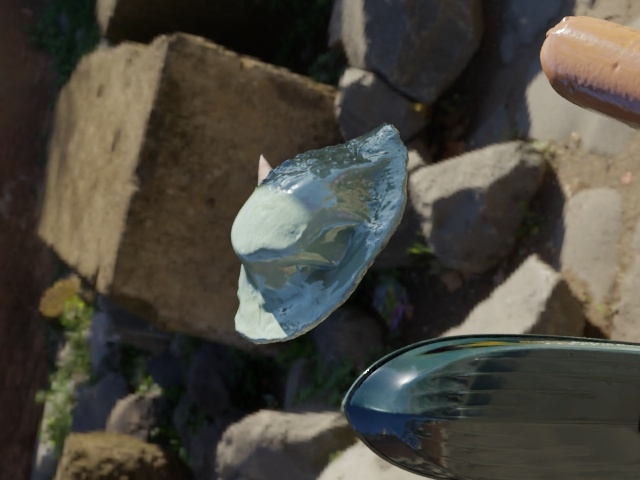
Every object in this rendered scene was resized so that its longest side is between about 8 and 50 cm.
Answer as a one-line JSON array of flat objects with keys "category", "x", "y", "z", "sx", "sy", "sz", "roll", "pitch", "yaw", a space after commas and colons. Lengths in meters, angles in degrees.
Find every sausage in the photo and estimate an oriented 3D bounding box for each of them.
[{"category": "sausage", "x": 0.305, "y": -0.130, "z": 0.941, "sx": 0.289, "sy": 0.086, "sz": 0.086, "roll": 32, "pitch": 112, "yaw": 47}]

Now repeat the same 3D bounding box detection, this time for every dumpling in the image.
[{"category": "dumpling", "x": -0.012, "y": -0.009, "z": 0.885, "sx": 0.219, "sy": 0.108, "sz": 0.152, "roll": -57, "pitch": 4, "yaw": 10}]

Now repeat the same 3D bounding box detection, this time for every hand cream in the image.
[{"category": "hand cream", "x": -0.051, "y": -0.041, "z": 1.183, "sx": 0.210, "sy": 0.043, "sz": 0.067, "roll": -113, "pitch": 13, "yaw": -72}]

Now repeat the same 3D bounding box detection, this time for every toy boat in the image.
[{"category": "toy boat", "x": 0.129, "y": 0.103, "z": 0.657, "sx": 0.103, "sy": 0.246, "sz": 0.093, "roll": 180, "pitch": 94, "yaw": -70}]
